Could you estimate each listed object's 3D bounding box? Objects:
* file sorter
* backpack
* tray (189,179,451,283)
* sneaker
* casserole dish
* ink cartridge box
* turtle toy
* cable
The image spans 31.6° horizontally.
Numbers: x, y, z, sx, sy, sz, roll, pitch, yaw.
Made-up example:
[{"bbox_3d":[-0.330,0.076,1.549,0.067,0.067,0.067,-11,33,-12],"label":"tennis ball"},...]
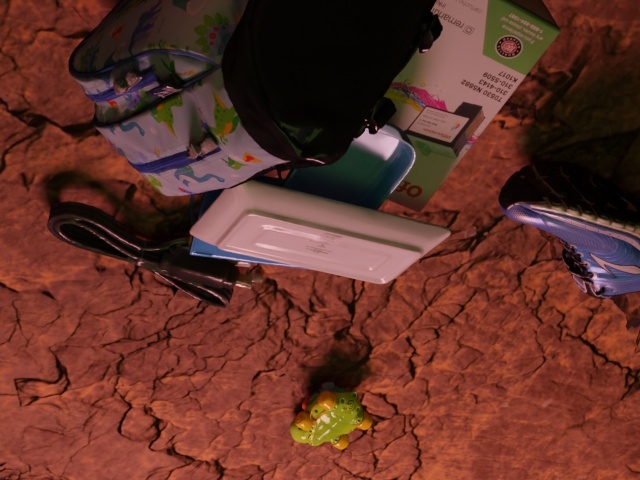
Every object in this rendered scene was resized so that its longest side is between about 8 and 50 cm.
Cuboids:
[{"bbox_3d":[-0.065,-0.049,1.361,0.170,0.104,0.118,8,126,-16],"label":"file sorter"},{"bbox_3d":[-0.086,-0.178,1.129,0.273,0.290,0.355,35,153,-12],"label":"backpack"},{"bbox_3d":[0.000,0.000,1.285,0.270,0.030,0.145,13,149,-23],"label":"tray"},{"bbox_3d":[0.363,0.008,1.474,0.330,0.130,0.147,20,119,-24],"label":"sneaker"},{"bbox_3d":[0.026,-0.078,1.245,0.114,0.037,0.188,16,138,-21],"label":"casserole dish"},{"bbox_3d":[0.097,-0.191,1.274,0.201,0.117,0.278,21,122,-25],"label":"ink cartridge box"},{"bbox_3d":[0.007,0.253,1.634,0.095,0.066,0.130,34,115,-29],"label":"turtle toy"},{"bbox_3d":[-0.199,0.010,1.431,0.287,0.072,0.139,18,149,-8],"label":"cable"}]
